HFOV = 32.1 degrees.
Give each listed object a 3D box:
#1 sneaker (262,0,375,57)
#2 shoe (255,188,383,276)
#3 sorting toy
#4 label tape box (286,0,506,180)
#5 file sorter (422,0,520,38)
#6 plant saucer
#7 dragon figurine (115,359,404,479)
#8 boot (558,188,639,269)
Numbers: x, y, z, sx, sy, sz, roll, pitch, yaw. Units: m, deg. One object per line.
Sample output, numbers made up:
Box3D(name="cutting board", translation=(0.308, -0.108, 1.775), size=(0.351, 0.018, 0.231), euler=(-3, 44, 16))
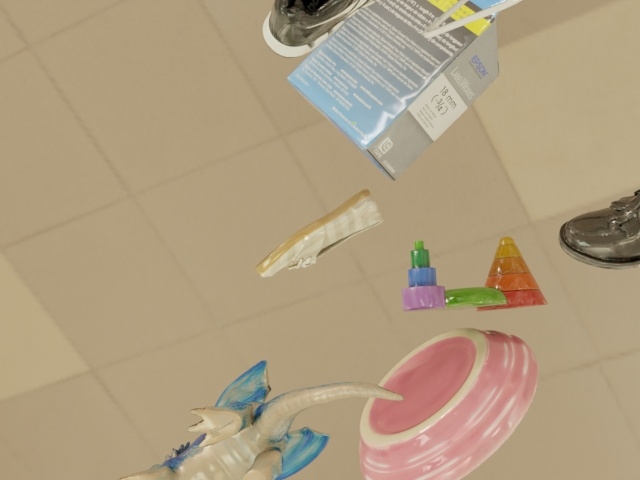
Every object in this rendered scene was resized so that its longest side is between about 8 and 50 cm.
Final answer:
Box3D(name="sneaker", translation=(0.035, -0.291, 1.189), size=(0.234, 0.106, 0.078), euler=(-41, 84, -7))
Box3D(name="shoe", translation=(0.000, 0.000, 1.710), size=(0.219, 0.076, 0.058), euler=(-33, 88, -12))
Box3D(name="sorting toy", translation=(0.243, 0.049, 1.780), size=(0.127, 0.365, 0.126), euler=(-9, 81, 37))
Box3D(name="label tape box", translation=(0.143, -0.287, 1.682), size=(0.334, 0.240, 0.106), euler=(-45, 137, 3))
Box3D(name="file sorter", translation=(0.130, -0.369, 1.092), size=(0.278, 0.173, 0.193), euler=(56, 153, -14))
Box3D(name="plant saucer", translation=(0.183, 0.253, 1.741), size=(0.332, 0.332, 0.084), euler=(-32, 109, 29))
Box3D(name="dragon figurine", translation=(-0.054, 0.149, 0.813), size=(0.289, 0.144, 0.085), euler=(-43, 85, 24))
Box3D(name="boot", translation=(0.389, -0.086, 1.235), size=(0.262, 0.091, 0.229), euler=(-11, 134, 7))
